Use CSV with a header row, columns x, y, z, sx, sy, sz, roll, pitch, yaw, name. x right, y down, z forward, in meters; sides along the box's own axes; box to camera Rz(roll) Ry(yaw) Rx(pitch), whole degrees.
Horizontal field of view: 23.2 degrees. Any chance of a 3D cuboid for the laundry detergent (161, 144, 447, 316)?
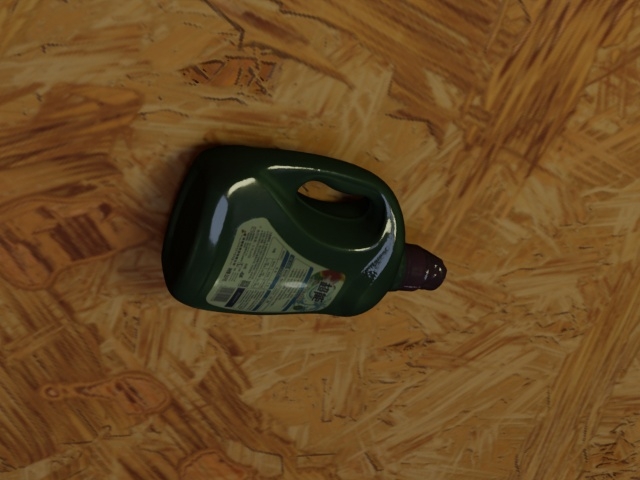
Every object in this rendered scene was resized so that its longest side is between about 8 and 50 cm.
x,y,z,sx,sy,sz,roll,pitch,yaw,name
0.000,0.000,1.178,0.221,0.078,0.144,7,125,-23,laundry detergent
